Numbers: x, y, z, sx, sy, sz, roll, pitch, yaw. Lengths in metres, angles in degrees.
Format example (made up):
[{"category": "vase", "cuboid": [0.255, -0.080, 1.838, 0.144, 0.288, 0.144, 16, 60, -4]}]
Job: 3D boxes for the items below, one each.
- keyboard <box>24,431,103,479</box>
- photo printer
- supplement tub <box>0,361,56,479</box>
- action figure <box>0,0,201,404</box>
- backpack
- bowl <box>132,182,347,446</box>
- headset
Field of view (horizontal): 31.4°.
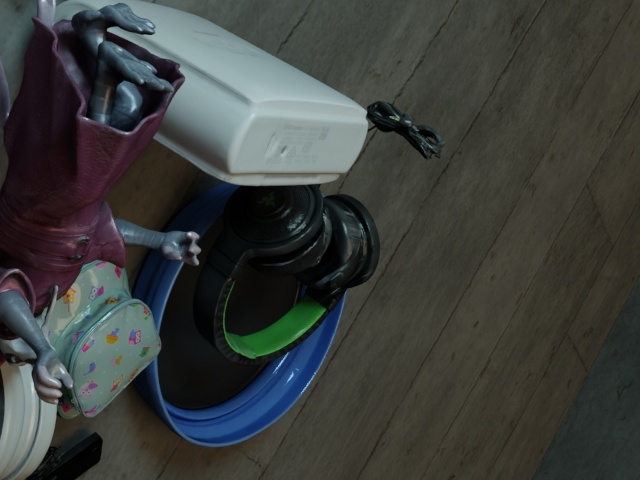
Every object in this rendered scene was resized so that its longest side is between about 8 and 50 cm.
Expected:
[{"category": "keyboard", "cuboid": [-0.356, 0.296, 1.433, 0.192, 0.038, 0.100, -34, 155, -39]}, {"category": "photo printer", "cuboid": [-0.131, -0.170, 1.240, 0.256, 0.307, 0.107, -5, 123, -59]}, {"category": "supplement tub", "cuboid": [-0.422, 0.168, 1.135, 0.272, 0.191, 0.191, 11, 98, -54]}, {"category": "action figure", "cuboid": [-0.261, -0.028, 1.045, 0.370, 0.275, 0.248, -61, 173, 23]}, {"category": "backpack", "cuboid": [-0.283, 0.099, 1.321, 0.166, 0.144, 0.188, -43, 136, -30]}, {"category": "bowl", "cuboid": [-0.111, 0.095, 1.600, 0.391, 0.077, 0.391, -27, 127, -42]}, {"category": "headset", "cuboid": [0.000, 0.000, 1.473, 0.243, 0.185, 0.394, 22, 101, -55]}]
